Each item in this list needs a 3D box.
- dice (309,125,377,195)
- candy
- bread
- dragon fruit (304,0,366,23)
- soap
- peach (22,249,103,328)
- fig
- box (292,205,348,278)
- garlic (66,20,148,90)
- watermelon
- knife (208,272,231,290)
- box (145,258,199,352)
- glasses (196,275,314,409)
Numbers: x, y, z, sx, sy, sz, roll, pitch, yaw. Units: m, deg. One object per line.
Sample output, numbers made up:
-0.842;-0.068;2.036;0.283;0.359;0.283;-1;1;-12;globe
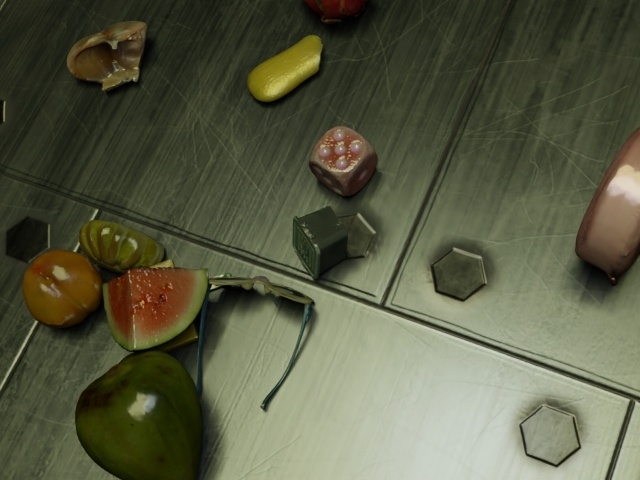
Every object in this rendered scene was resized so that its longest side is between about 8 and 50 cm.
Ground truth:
0.041;-0.140;1.705;0.091;0.093;0.094;37;77;21;dice
0.491;-0.058;1.519;0.094;0.255;0.255;29;74;19;candy
-0.357;0.007;1.710;0.157;0.094;0.083;22;65;-3;bread
0.026;-0.484;1.844;0.166;0.136;0.133;9;110;20;dragon fruit
-0.061;-0.326;1.836;0.168;0.033;0.089;-31;68;-5;soap
-0.453;0.082;1.671;0.138;0.138;0.138;-3;66;8;peach
-0.274;0.298;1.532;0.203;0.203;0.225;-34;101;-6;fig
0.000;0.000;1.642;0.069;0.122;0.084;-28;66;-16;box
-0.416;-0.371;1.882;0.174;0.099;0.124;-16;50;3;garlic
-0.294;0.107;1.609;0.137;0.145;0.193;49;56;-11;watermelon
-0.255;0.097;1.695;0.207;0.014;0.030;-19;66;-1;knife
-0.275;0.116;1.670;0.087;0.023;0.155;-21;70;0;box
-0.124;0.160;1.602;0.189;0.088;0.220;11;70;9;glasses
